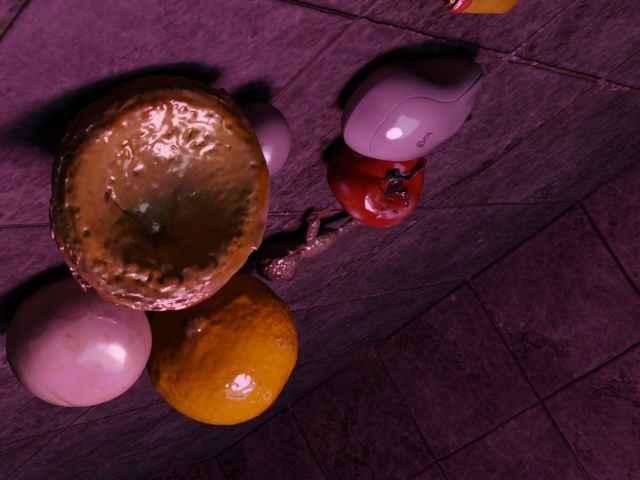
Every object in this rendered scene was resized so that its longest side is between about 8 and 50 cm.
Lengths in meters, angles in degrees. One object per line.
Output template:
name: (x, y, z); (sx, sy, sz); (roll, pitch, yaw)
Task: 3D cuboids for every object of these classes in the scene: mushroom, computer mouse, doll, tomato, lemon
mushroom: (-0.408, 0.164, 1.609); (0.246, 0.202, 0.246); (-5, 119, -9)
computer mouse: (0.168, -0.210, 1.543); (0.297, 0.121, 0.184); (-6, 139, -46)
doll: (-0.009, 0.005, 1.998); (0.202, 0.091, 0.286); (-28, 179, 41)
tomato: (0.098, -0.119, 1.685); (0.187, 0.151, 0.187); (-13, 118, -27)
lemon: (-0.196, 0.215, 1.889); (0.336, 0.336, 0.336); (-27, 163, -9)

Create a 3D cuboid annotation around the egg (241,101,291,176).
egg: (-0.094, -0.142, 1.356); (0.103, 0.103, 0.135); (-22, 159, -23)

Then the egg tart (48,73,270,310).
egg tart: (-0.211, -0.064, 1.221); (0.315, 0.315, 0.120); (-20, -160, -29)

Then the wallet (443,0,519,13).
wallet: (0.278, -0.399, 1.287); (0.141, 0.067, 0.241); (-14, 158, -38)
